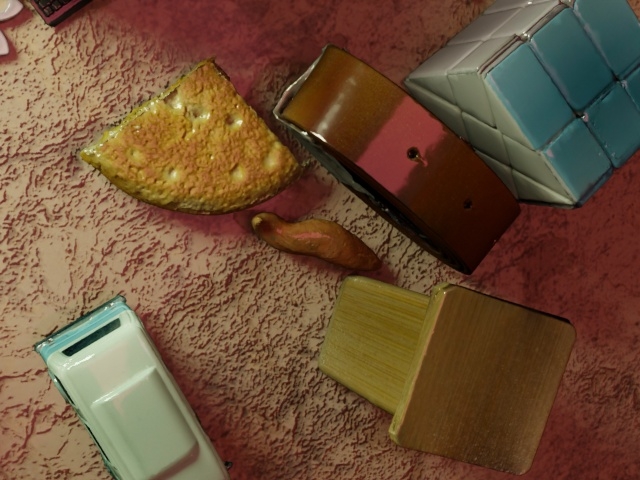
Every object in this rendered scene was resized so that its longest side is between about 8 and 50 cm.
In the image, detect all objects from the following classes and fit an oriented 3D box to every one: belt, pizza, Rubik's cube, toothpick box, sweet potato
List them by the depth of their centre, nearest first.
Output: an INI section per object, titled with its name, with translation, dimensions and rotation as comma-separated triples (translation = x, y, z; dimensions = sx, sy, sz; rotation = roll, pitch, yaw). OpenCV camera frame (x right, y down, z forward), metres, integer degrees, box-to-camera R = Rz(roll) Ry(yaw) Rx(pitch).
[pizza]
translation = -0.151, -0.129, 1.251
dimensions = 0.292, 0.058, 0.197
rotation = -1, 94, -23
[toothpick box]
translation = 0.132, 0.143, 1.252
dimensions = 0.188, 0.308, 0.190
rotation = 17, 90, -22
[belt]
translation = 0.102, -0.099, 1.270
dimensions = 0.339, 0.217, 0.122
rotation = 39, 87, -24
[sweet potato]
translation = -0.001, 0.000, 1.322
dimensions = 0.202, 0.055, 0.058
rotation = 18, 89, -23
[Rubik's cube]
translation = 0.294, -0.199, 1.328
dimensions = 0.225, 0.221, 0.231
rotation = -43, 108, -12

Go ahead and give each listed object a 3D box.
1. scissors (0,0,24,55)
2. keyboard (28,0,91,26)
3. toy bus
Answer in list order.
[scissors]
translation = -0.449, -0.273, 1.140
dimensions = 0.212, 0.021, 0.110
rotation = 16, 92, -22
[keyboard]
translation = -0.259, -0.355, 1.205
dimensions = 0.230, 0.025, 0.093
rotation = -40, 110, -13
[toy bus]
translation = -0.213, 0.218, 1.202
dimensions = 0.133, 0.165, 0.271
rotation = -32, 105, -16
